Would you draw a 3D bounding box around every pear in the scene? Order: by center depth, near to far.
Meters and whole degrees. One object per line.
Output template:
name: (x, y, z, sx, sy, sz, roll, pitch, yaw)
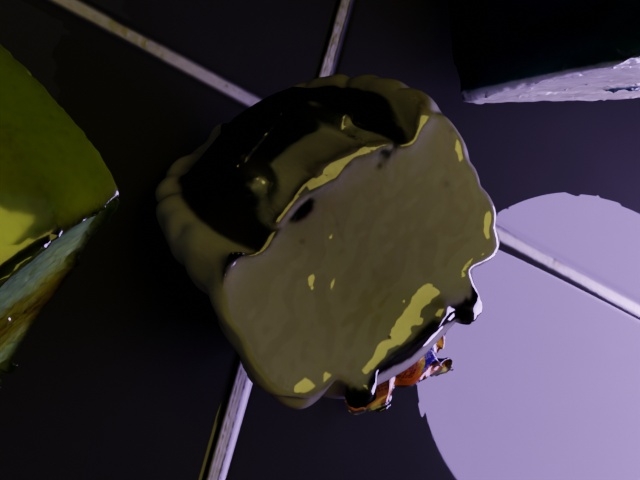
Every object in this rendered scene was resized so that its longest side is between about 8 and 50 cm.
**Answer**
pear: (-0.256, -0.017, 0.684, 0.159, 0.292, 0.292, -29, 105, -37)

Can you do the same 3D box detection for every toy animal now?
toy animal: (0.000, 0.000, 0.939, 0.208, 0.156, 0.204, -37, 114, -16)

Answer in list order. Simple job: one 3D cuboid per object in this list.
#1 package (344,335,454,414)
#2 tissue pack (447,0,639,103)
package: (0.058, 0.086, 1.053, 0.110, 0.033, 0.077, -9, 102, -34)
tissue pack: (0.244, -0.330, 1.091, 0.264, 0.253, 0.417, -5, 88, -38)
